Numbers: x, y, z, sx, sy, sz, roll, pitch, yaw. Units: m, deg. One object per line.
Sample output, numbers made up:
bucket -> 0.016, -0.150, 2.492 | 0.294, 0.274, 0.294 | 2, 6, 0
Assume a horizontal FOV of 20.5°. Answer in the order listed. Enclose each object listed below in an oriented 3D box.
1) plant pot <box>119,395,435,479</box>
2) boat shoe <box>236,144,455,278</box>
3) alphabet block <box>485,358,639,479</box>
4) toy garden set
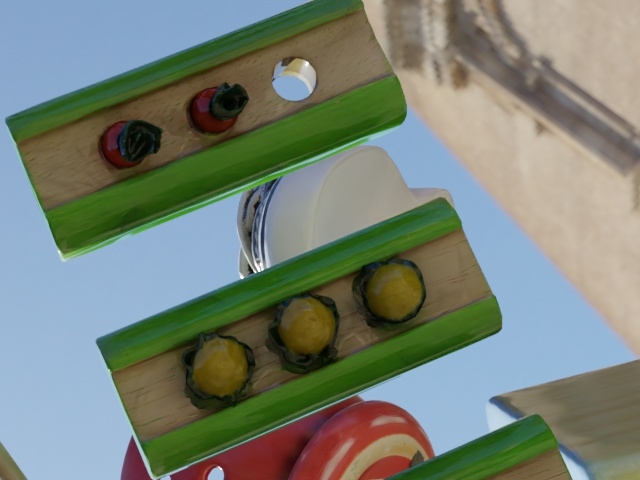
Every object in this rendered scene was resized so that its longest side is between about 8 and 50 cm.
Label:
plant pot -> -0.019, 0.184, 1.267 | 0.191, 0.174, 0.191 | -17, -68, -48
boat shoe -> 0.000, 0.000, 0.985 | 0.301, 0.102, 0.108 | -6, -79, -75
alphabet block -> 0.202, 0.147, 0.780 | 0.197, 0.193, 0.192 | -12, -82, -7
toy garden set -> -0.035, 0.072, 0.470 | 0.204, 0.244, 0.049 | -22, -8, -10
